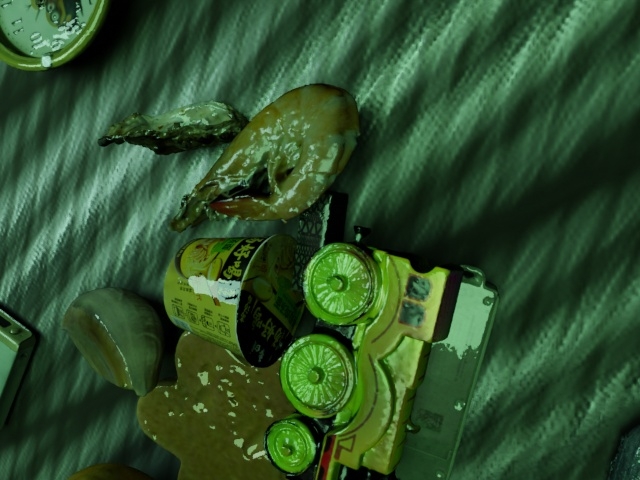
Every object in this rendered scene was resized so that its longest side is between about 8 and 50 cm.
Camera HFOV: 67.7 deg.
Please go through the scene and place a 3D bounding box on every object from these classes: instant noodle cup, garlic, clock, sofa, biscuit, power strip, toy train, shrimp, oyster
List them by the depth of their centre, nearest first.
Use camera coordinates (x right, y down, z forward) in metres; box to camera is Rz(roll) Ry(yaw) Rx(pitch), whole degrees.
[{"bbox_3d":[0.043,0.139,0.493,0.160,0.100,0.297,16,96,24],"label":"toy train"},{"bbox_3d":[0.136,0.156,0.545,0.078,0.052,0.272,14,99,14],"label":"power strip"},{"bbox_3d":[-0.071,-0.067,0.552,0.287,0.063,0.152,-36,58,22],"label":"shrimp"},{"bbox_3d":[-0.100,0.059,0.557,0.122,0.151,0.152,8,99,22],"label":"instant noodle cup"},{"bbox_3d":[0.000,0.000,0.560,0.039,0.060,0.118,11,100,22],"label":"sofa"},{"bbox_3d":[-0.175,-0.132,0.577,0.177,0.105,0.056,-15,112,-18],"label":"oyster"},{"bbox_3d":[-0.069,0.266,0.617,0.354,0.052,0.275,34,103,8],"label":"biscuit"},{"bbox_3d":[-0.354,-0.335,0.625,0.236,0.057,0.237,1,95,16],"label":"clock"},{"bbox_3d":[-0.276,0.113,0.630,0.195,0.087,0.102,22,97,31],"label":"garlic"}]

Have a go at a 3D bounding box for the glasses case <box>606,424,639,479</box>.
[{"bbox_3d":[0.347,0.322,0.496,0.109,0.067,0.283,13,102,17],"label":"glasses case"}]

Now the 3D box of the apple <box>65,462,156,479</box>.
[{"bbox_3d":[-0.273,0.448,0.578,0.275,0.299,0.299,43,106,-2],"label":"apple"}]

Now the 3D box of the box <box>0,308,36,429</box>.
[{"bbox_3d":[-0.587,0.165,0.758,0.270,0.045,0.211,29,104,11],"label":"box"}]
